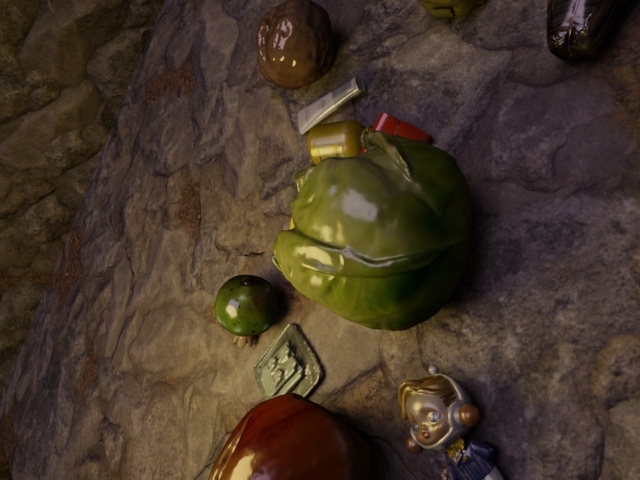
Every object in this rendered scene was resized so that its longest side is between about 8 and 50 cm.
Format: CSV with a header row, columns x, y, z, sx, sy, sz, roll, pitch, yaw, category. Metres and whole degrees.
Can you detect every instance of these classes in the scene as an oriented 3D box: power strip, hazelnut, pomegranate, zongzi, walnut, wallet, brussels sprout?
x,y,z,sx,sy,sz,roll,pitch,yaw,category
-0.106,0.354,1.321,0.213,0.064,0.198,-54,46,16,power strip
-0.071,0.500,1.046,0.372,0.372,0.315,-34,77,30,hazelnut
-0.211,0.209,1.405,0.187,0.187,0.225,45,137,42,pomegranate
0.595,-0.502,0.914,0.318,0.154,0.289,-1,83,37,zongzi
-0.077,-0.590,1.494,0.273,0.227,0.273,-20,60,37,walnut
0.167,-0.198,1.221,0.142,0.045,0.204,27,98,1,wallet
0.126,-0.004,1.029,0.361,0.342,0.425,44,118,48,brussels sprout

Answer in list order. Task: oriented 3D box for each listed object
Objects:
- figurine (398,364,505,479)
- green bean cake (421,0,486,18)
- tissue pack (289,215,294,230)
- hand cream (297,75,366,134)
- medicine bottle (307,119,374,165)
x,y,z,sx,sy,sz,roll,pitch,yaw,category
0.266,0.376,0.936,0.274,0.133,0.193,40,127,37,figurine
0.290,-0.730,1.168,0.202,0.285,0.310,34,98,48,green bean cake
0.000,0.000,1.262,0.062,0.176,0.095,-6,73,43,tissue pack
0.023,-0.402,1.465,0.255,0.048,0.079,-23,63,37,hand cream
0.084,-0.261,1.313,0.213,0.122,0.121,-2,74,27,medicine bottle
